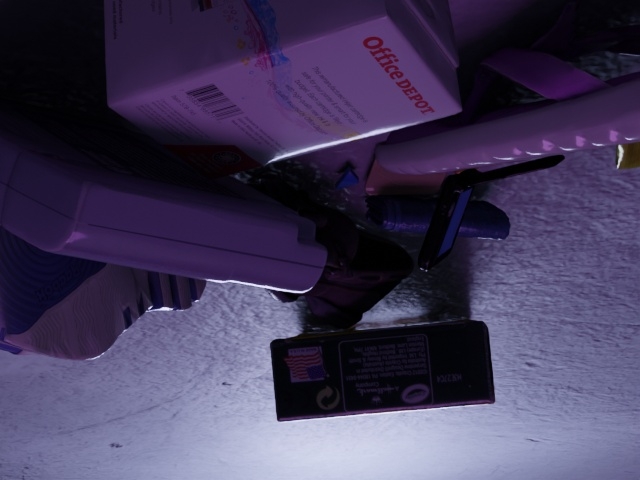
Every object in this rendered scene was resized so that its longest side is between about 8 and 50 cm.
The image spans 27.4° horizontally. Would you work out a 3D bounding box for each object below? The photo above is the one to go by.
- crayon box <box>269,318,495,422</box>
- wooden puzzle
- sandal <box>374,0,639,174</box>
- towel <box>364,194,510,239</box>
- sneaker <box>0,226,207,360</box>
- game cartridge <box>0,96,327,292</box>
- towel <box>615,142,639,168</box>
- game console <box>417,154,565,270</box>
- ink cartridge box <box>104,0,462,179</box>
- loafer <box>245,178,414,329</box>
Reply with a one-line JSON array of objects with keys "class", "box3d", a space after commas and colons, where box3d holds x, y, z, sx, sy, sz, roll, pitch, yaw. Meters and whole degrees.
[{"class": "crayon box", "box3d": [0.068, 0.127, 1.341, 0.202, 0.081, 0.318, -6, 177, 5]}, {"class": "wooden puzzle", "box3d": [0.076, -0.061, 1.109, 0.116, 0.014, 0.078, 2, 152, -15]}, {"class": "sandal", "box3d": [0.201, -0.115, 0.897, 0.169, 0.102, 0.416, -10, -178, -40]}, {"class": "towel", "box3d": [0.103, -0.022, 1.154, 0.120, 0.029, 0.067, 5, -171, -15]}, {"class": "sneaker", "box3d": [-0.233, 0.030, 1.051, 0.182, 0.127, 0.315, -7, -179, 21]}, {"class": "game cartridge", "box3d": [-0.147, -0.039, 0.864, 0.196, 0.060, 0.294, 16, -173, -33]}, {"class": "towel", "box3d": [0.363, -0.094, 1.075, 0.237, 0.021, 0.102, -8, 156, 8]}, {"class": "game console", "box3d": [0.130, -0.023, 0.991, 0.071, 0.107, 0.122, 21, -170, 12]}, {"class": "ink cartridge box", "box3d": [-0.021, -0.132, 0.779, 0.176, 0.127, 0.128, -13, 156, 20]}, {"class": "loafer", "box3d": [0.000, 0.000, 1.152, 0.095, 0.109, 0.302, -30, 158, 10]}]
